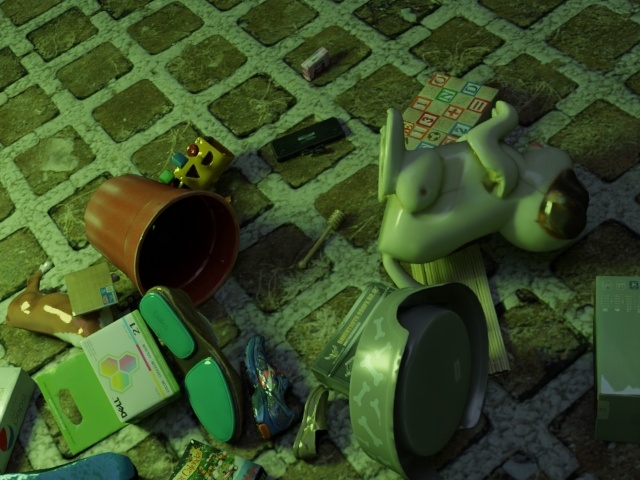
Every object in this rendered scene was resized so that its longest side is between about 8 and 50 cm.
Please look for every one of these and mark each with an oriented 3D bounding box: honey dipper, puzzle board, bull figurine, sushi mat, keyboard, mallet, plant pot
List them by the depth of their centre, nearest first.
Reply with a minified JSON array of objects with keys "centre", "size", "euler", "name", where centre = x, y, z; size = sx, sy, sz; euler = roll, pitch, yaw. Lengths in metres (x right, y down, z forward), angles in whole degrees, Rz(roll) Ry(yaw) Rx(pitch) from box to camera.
[{"centre":[0.273,0.141,1.671],"size":[0.151,0.019,0.317],"euler":[-11,51,6],"name":"sushi mat"},{"centre":[-0.496,0.106,1.802],"size":[0.096,0.011,0.128],"euler":[-17,47,-13],"name":"puzzle board"},{"centre":[-0.402,0.191,1.813],"size":[0.062,0.039,0.190],"euler":[-29,47,-12],"name":"mallet"},{"centre":[-0.364,-0.017,1.834],"size":[0.265,0.272,0.272],"euler":[25,63,40],"name":"plant pot"},{"centre":[-0.542,0.156,1.836],"size":[0.310,0.101,0.188],"euler":[12,50,17],"name":"bull figurine"},{"centre":[0.000,0.000,1.854],"size":[0.030,0.030,0.161],"euler":[25,67,30],"name":"honey dipper"},{"centre":[-0.028,-0.240,2.052],"size":[0.180,0.023,0.108],"euler":[-23,44,-1],"name":"keyboard"}]

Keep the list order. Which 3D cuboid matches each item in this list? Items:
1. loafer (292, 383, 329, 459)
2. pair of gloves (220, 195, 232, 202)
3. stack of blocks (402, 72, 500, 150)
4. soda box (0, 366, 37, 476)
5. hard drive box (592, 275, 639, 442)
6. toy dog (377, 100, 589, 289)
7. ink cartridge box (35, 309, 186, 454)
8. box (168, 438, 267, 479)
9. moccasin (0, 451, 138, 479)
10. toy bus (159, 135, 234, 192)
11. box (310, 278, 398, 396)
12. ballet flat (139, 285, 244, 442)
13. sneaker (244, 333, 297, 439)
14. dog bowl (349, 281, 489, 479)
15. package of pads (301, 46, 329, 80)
[{"centre":[-0.007,0.345,1.570],"size":[0.050,0.056,0.148],"euler":[9,66,21],"name":"loafer"},{"centre":[-0.247,-0.075,1.991],"size":[0.074,0.010,0.083],"euler":[-11,50,7],"name":"pair of gloves"},{"centre":[0.270,-0.243,1.927],"size":[0.171,0.087,0.297],"euler":[23,62,29],"name":"stack of blocks"},{"centre":[-0.664,0.372,1.716],"size":[0.069,0.074,0.216],"euler":[-2,52,14],"name":"soda box"},{"centre":[0.522,0.205,1.447],"size":[0.089,0.181,0.232],"euler":[0,52,16],"name":"hard drive box"},{"centre":[0.321,-0.085,1.642],"size":[0.407,0.284,0.396],"euler":[2,79,2],"name":"toy dog"},{"centre":[-0.426,0.285,1.658],"size":[0.255,0.097,0.189],"euler":[-29,80,-8],"name":"ink cartridge box"},{"centre":[-0.220,0.494,1.515],"size":[0.159,0.044,0.233],"euler":[14,58,24],"name":"box"},{"centre":[-0.504,0.495,1.555],"size":[0.342,0.117,0.138],"euler":[-12,63,1],"name":"moccasin"},{"centre":[-0.294,-0.153,2.000],"size":[0.104,0.202,0.191],"euler":[38,59,3],"name":"toy bus"},{"centre":[0.119,0.206,1.626],"size":[0.183,0.056,0.231],"euler":[21,64,33],"name":"box"},{"centre":[-0.230,0.232,1.656],"size":[0.116,0.124,0.342],"euler":[-40,79,26],"name":"ballet flat"},{"centre":[-0.099,0.283,1.637],"size":[0.087,0.083,0.221],"euler":[-9,55,-9],"name":"sneaker"},{"centre":[0.172,0.237,1.430],"size":[0.102,0.349,0.349],"euler":[7,54,35],"name":"dog bowl"},{"centre":[-0.012,-0.467,2.205],"size":[0.032,0.050,0.083],"euler":[34,68,28],"name":"package of pads"}]
